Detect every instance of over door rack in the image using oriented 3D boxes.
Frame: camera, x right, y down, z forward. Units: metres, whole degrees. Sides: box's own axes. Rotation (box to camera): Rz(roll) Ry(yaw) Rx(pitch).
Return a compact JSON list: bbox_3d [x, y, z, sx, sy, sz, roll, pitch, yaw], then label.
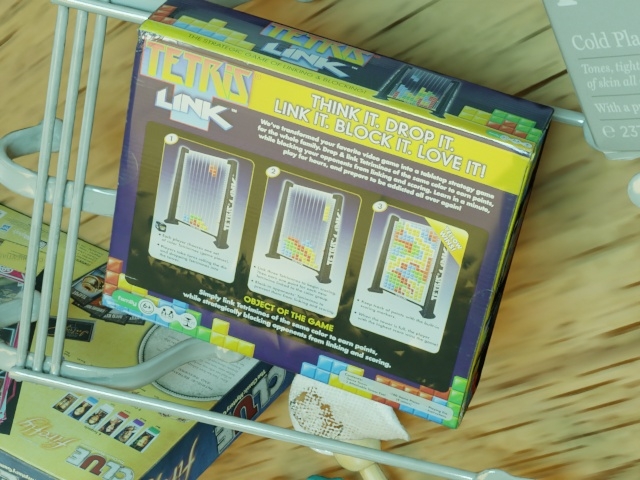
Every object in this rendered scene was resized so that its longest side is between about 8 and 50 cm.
[{"bbox_3d":[0.000,0.000,0.837,0.324,0.108,0.239,19,124,11],"label":"over door rack"}]

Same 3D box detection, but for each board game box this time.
[{"bbox_3d":[-0.161,0.070,1.007,0.243,0.165,0.042,22,135,27],"label":"board game box"},{"bbox_3d":[-0.001,-0.013,0.737,0.170,0.048,0.141,19,121,11],"label":"board game box"}]

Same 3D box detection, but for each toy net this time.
[{"bbox_3d":[0.013,0.134,1.005,0.122,0.045,0.232,21,133,30],"label":"toy net"}]

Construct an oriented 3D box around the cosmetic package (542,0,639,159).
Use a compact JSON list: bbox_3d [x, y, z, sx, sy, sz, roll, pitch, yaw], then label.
[{"bbox_3d":[0.132,-0.156,0.608,0.127,0.107,0.238,-2,124,46],"label":"cosmetic package"}]
